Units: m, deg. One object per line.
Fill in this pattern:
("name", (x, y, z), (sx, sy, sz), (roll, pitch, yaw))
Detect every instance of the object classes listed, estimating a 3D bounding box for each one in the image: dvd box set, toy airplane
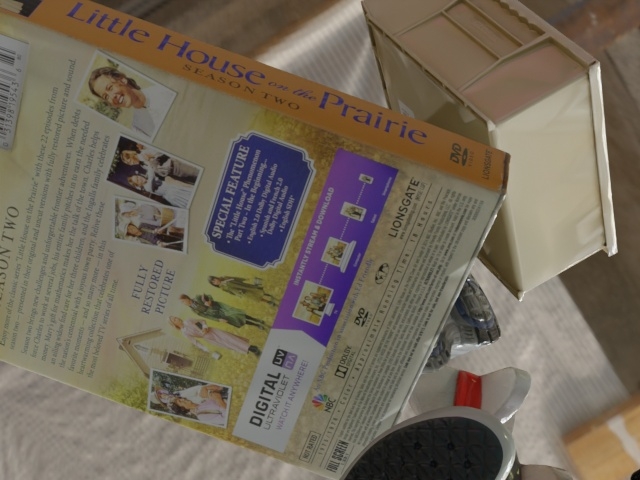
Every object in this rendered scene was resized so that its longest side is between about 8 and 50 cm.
("dvd box set", (-0.113, -0.001, 0.958), (0.420, 0.062, 0.308), (19, -55, -1))
("toy airplane", (0.133, 0.322, 1.496), (0.272, 0.384, 0.386), (-3, -57, -24))

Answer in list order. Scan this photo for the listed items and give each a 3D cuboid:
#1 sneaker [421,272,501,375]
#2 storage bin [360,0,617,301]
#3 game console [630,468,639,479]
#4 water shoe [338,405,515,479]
("sneaker", (0.075, 0.104, 1.346), (0.129, 0.297, 0.111), (-32, -108, 28))
("storage bin", (0.170, -0.119, 1.360), (0.123, 0.260, 0.262), (-30, -43, -11))
("game console", (0.501, 0.353, 1.479), (0.173, 0.250, 0.293), (-37, -112, 29))
("water shoe", (0.047, 0.170, 0.845), (0.203, 0.080, 0.073), (-41, -107, 22))
